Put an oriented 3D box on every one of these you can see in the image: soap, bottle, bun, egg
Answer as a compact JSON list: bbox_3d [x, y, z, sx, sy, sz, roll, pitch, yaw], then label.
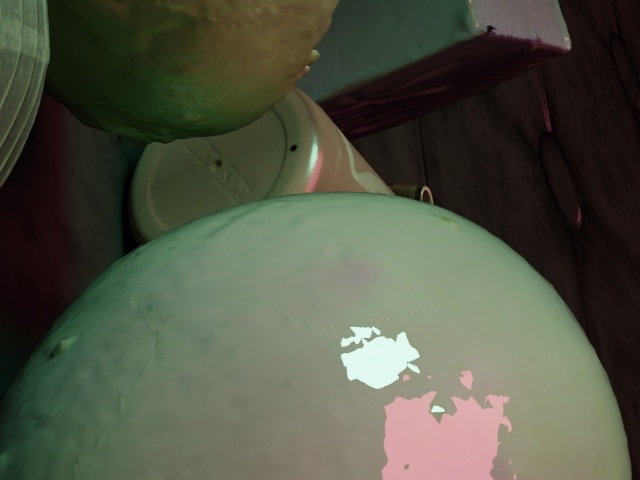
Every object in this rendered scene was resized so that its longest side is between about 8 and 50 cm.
[{"bbox_3d":[0.045,-0.167,1.490,0.296,0.285,0.107,-9,79,-66],"label":"soap"},{"bbox_3d":[0.000,0.000,1.377,0.297,0.173,0.206,44,58,-47],"label":"bottle"},{"bbox_3d":[-0.127,-0.247,1.105,0.202,0.364,0.364,11,59,-37],"label":"bun"},{"bbox_3d":[-0.045,0.163,0.967,0.340,0.354,0.354,-18,89,-53],"label":"egg"}]

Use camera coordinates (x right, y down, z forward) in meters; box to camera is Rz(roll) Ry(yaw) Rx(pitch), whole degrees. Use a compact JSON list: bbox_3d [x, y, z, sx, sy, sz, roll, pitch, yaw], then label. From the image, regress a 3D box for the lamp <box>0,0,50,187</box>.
[{"bbox_3d":[-0.250,-0.107,0.859,0.265,0.233,0.233,58,25,-10],"label":"lamp"}]
